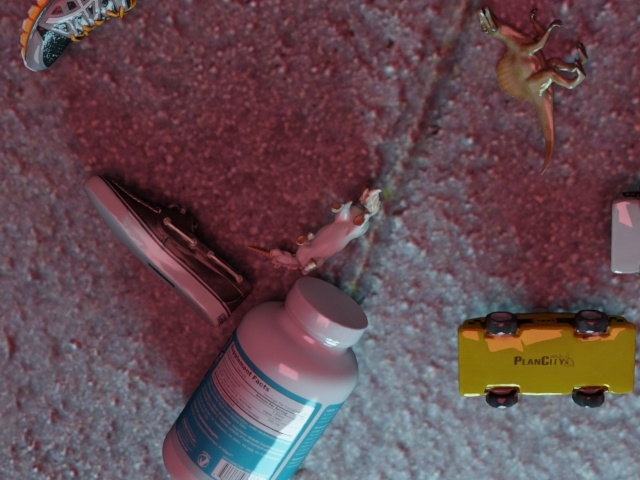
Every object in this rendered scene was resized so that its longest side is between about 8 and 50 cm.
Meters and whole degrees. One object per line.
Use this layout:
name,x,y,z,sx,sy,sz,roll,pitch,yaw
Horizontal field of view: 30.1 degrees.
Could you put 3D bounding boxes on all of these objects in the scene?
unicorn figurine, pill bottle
unicorn figurine,0.000,0.000,1.290,0.162,0.111,0.060,-22,85,1
pill bottle,-0.055,0.169,1.320,0.146,0.146,0.264,33,109,-2

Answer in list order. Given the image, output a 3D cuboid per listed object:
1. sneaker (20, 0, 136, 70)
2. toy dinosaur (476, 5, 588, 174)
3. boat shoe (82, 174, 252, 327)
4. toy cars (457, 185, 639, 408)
sneaker,-0.238,-0.257,1.251,0.083,0.084,0.215,38,108,-9
toy dinosaur,0.228,-0.169,1.227,0.093,0.053,0.183,-23,95,31
boat shoe,-0.170,-0.001,1.330,0.219,0.078,0.070,45,74,-3
toy cars,0.314,0.049,1.258,0.394,0.087,0.176,-41,102,15
